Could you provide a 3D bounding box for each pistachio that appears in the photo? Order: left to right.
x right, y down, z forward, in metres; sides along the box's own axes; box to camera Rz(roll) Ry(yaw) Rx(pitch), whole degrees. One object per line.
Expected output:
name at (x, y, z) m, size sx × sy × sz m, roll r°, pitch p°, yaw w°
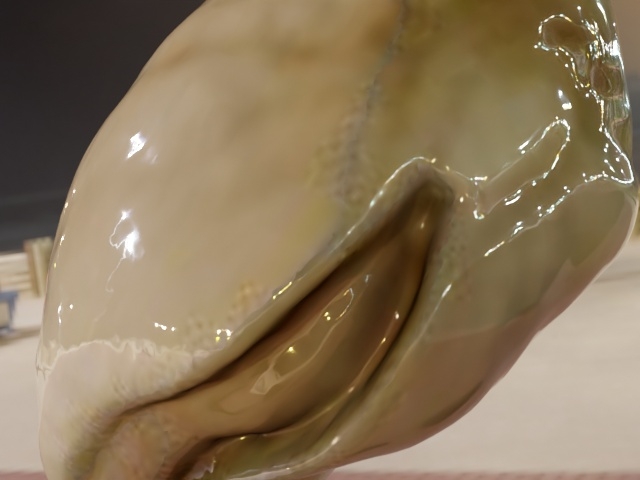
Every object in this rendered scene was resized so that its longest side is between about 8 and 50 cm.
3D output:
pistachio at (0.000, 0.000, 0.782) m, size 0.281 × 0.445 × 0.365 m, roll 34°, pitch 20°, yaw -10°
